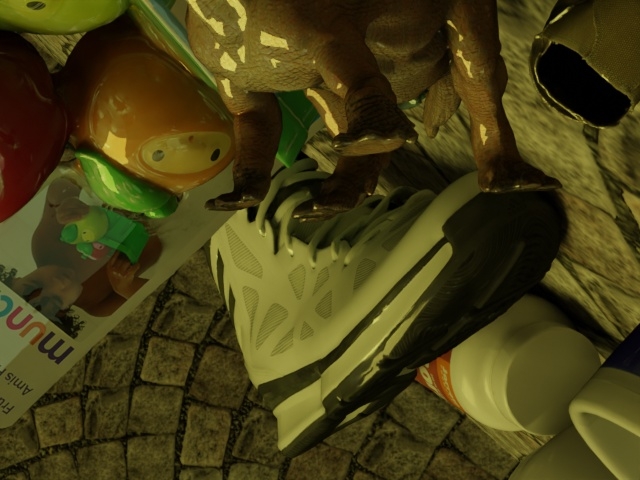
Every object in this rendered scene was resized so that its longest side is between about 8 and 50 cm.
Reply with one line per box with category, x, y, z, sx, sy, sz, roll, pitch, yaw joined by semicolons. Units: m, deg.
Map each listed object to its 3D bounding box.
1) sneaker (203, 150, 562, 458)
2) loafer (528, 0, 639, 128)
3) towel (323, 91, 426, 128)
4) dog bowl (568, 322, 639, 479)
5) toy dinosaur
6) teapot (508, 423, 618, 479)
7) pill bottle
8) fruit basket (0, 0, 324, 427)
sneaker;-0.001;0.001;0.985;0.257;0.169;0.447;58;151;11
loafer;0.112;-0.075;0.518;0.056;0.050;0.148;42;174;4
towel;-0.097;-0.219;0.908;0.370;0.040;0.271;44;173;-12
dog bowl;0.279;0.146;0.722;0.265;0.104;0.265;42;173;6
toy dinosaur;0.011;-0.117;0.514;0.127;0.200;0.295;-10;172;33
teapot;0.224;0.240;0.980;0.187;0.253;0.256;3;153;47
pill bottle;0.152;0.097;1.094;0.121;0.121;0.216;45;173;-20
fruit basket;-0.146;-0.085;0.668;0.165;0.353;0.327;37;171;48
